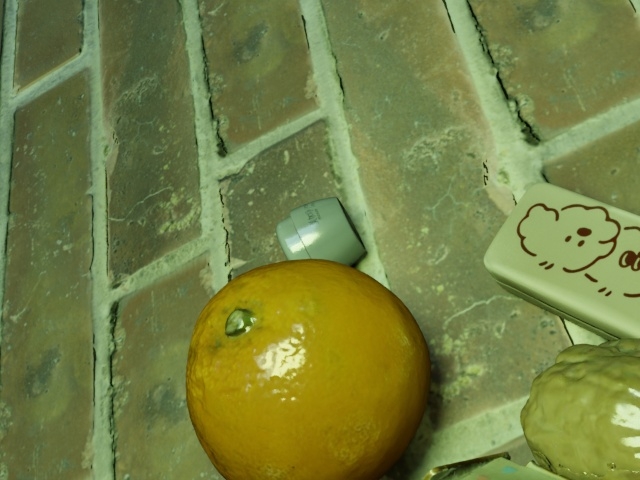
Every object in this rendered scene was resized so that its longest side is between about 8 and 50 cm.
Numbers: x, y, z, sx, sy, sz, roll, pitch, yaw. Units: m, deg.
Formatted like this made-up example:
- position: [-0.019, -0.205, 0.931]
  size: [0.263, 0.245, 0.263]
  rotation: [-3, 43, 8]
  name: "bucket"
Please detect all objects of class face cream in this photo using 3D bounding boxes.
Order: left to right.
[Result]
- position: [0.000, 0.000, 1.423]
  size: [0.104, 0.117, 0.117]
  rotation: [-27, 48, 6]
  name: "face cream"

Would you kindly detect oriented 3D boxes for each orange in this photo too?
- position: [-0.019, 0.170, 1.203]
  size: [0.312, 0.312, 0.312]
  rotation: [-18, 52, 25]
  name: "orange"

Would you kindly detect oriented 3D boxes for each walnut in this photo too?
- position: [0.325, 0.198, 1.010]
  size: [0.245, 0.198, 0.198]
  rotation: [9, 65, 59]
  name: "walnut"

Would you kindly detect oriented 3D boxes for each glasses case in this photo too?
- position: [0.362, 0.046, 1.167]
  size: [0.336, 0.076, 0.144]
  rotation: [26, 78, 43]
  name: "glasses case"

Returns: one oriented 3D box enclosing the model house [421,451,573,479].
- position: [0.171, 0.373, 0.988]
  size: [0.244, 0.169, 0.326]
  rotation: [12, 101, 47]
  name: "model house"
